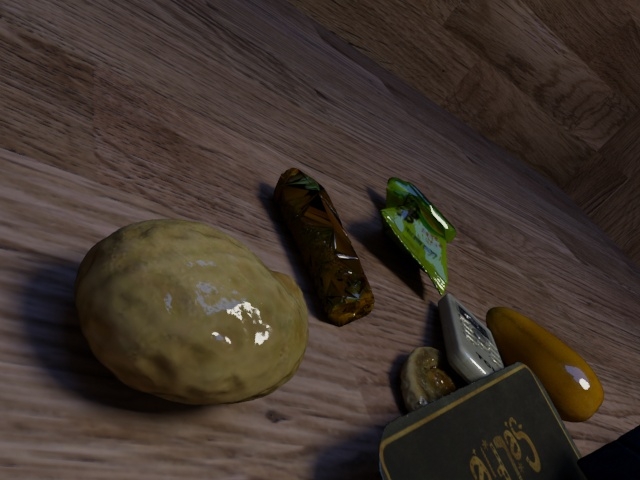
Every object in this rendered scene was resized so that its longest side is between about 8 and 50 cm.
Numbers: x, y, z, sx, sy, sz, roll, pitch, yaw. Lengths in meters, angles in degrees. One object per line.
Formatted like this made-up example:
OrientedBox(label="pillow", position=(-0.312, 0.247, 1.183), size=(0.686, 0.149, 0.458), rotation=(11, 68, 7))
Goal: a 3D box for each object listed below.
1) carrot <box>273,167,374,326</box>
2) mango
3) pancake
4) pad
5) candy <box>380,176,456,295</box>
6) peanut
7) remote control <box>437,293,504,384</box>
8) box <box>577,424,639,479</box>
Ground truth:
OrientedBox(label="carrot", position=(0.000, 0.001, 0.647), size=(0.069, 0.069, 0.228), rotation=(20, 32, -38))
OrientedBox(label="mango", position=(0.291, 0.162, 0.758), size=(0.102, 0.084, 0.184), rotation=(14, 25, -41))
OrientedBox(label="pancake", position=(0.139, 0.171, 0.588), size=(0.152, 0.025, 0.151), rotation=(32, 25, -17))
OrientedBox(label="pad", position=(0.192, 0.198, 0.492), size=(0.376, 0.063, 0.314), rotation=(1, 57, -54))
OrientedBox(label="candy", position=(0.142, -0.016, 0.865), size=(0.149, 0.069, 0.246), rotation=(44, 19, -3))
OrientedBox(label="peanut", position=(-0.079, 0.048, 0.387), size=(0.159, 0.109, 0.140), rotation=(10, 38, -45))
OrientedBox(label="remote control", position=(0.185, 0.128, 0.691), size=(0.087, 0.029, 0.190), rotation=(43, 16, -3))
OrientedBox(label="box", position=(0.340, 0.291, 0.420), size=(0.278, 0.116, 0.261), rotation=(57, 8, 15))
